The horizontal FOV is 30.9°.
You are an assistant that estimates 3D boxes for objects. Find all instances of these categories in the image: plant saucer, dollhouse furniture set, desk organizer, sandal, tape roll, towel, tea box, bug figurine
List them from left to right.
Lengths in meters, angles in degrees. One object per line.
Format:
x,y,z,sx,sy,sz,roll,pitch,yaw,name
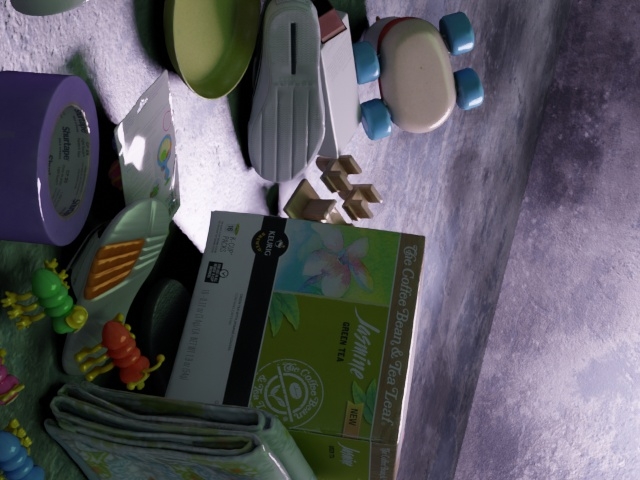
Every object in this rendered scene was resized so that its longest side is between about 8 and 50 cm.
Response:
-0.312,-0.090,1.274,0.189,0.080,0.189,5,90,-81,tape roll
-0.315,0.157,1.347,0.279,0.072,0.216,-49,121,-35,bug figurine
-0.286,0.050,1.485,0.102,0.076,0.265,3,119,-51,sandal
-0.232,0.153,1.683,0.097,0.054,0.254,-48,152,-38,sandal
-0.165,0.319,1.564,0.374,0.320,0.090,66,36,-53,towel
-0.156,-0.319,1.629,0.241,0.037,0.241,11,90,-67,plant saucer
-0.026,0.161,1.676,0.220,0.323,0.329,89,9,-59,tea box
-0.009,-0.373,1.836,0.047,0.130,0.050,-32,138,5,desk organizer
0.000,0.000,2.050,0.242,0.161,0.212,53,55,-34,dollhouse furniture set

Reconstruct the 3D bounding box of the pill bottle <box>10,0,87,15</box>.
-0.301,-0.350,1.185,0.121,0.121,0.221,-57,148,-40,pill bottle

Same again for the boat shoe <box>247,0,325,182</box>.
-0.047,-0.247,1.806,0.119,0.121,0.335,-93,-170,-51,boat shoe

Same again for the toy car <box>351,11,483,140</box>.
0.146,-0.323,2.120,0.238,0.219,0.210,-123,-164,-61,toy car

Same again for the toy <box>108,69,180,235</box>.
-0.240,-0.095,1.526,0.237,0.056,0.137,86,24,-43,toy

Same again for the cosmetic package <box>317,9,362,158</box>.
0.002,-0.265,1.957,0.231,0.085,0.117,82,30,-43,cosmetic package
